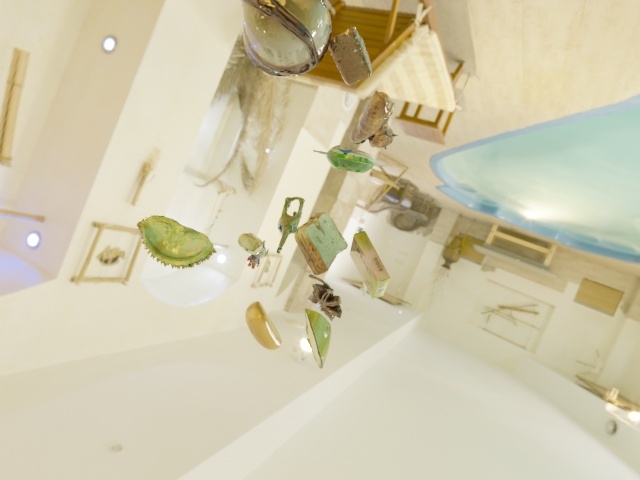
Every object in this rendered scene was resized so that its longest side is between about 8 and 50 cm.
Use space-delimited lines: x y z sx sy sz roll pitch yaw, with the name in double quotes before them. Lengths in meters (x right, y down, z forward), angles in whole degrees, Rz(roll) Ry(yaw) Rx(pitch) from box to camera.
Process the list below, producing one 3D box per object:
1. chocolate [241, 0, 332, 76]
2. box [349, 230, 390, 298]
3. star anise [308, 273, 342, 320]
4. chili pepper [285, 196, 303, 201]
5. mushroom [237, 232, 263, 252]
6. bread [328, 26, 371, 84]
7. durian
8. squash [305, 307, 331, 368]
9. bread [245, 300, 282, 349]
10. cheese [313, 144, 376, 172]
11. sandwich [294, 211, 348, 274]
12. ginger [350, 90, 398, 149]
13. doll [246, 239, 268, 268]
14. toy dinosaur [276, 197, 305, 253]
"chocolate" -0.103 -0.626 1.126 0.284 0.283 0.186 23 178 10
"box" 0.216 0.111 1.816 0.175 0.062 0.260 95 155 -56
"star anise" 0.022 0.259 1.835 0.209 0.231 0.089 14 -146 41
"chili pepper" -0.113 -0.178 1.719 0.083 0.027 0.022 2 138 26
"mushroom" -0.283 0.014 1.640 0.100 0.081 0.312 27 177 -7
"bread" 0.113 -0.677 1.482 0.416 0.113 0.165 -81 -33 -64
"durian" -0.700 0.015 1.916 0.394 0.198 0.163 31 -161 -1
"squash" 0.009 0.350 1.418 0.085 0.192 0.184 -15 -137 -12
"bread" -0.241 0.358 1.662 0.147 0.098 0.217 39 158 60
"cheese" 0.082 -0.308 1.492 0.204 0.083 0.320 4 -163 -32
"sandwich" 0.001 -0.001 1.993 0.249 0.095 0.273 59 -144 -10
"ginger" 0.323 -0.643 2.206 0.254 0.176 0.418 15 157 -3
"doll" -0.365 0.075 2.341 0.104 0.194 0.062 27 149 -5
"toy dinosaur" -0.139 -0.017 1.611 0.087 0.300 0.447 13 158 -5
